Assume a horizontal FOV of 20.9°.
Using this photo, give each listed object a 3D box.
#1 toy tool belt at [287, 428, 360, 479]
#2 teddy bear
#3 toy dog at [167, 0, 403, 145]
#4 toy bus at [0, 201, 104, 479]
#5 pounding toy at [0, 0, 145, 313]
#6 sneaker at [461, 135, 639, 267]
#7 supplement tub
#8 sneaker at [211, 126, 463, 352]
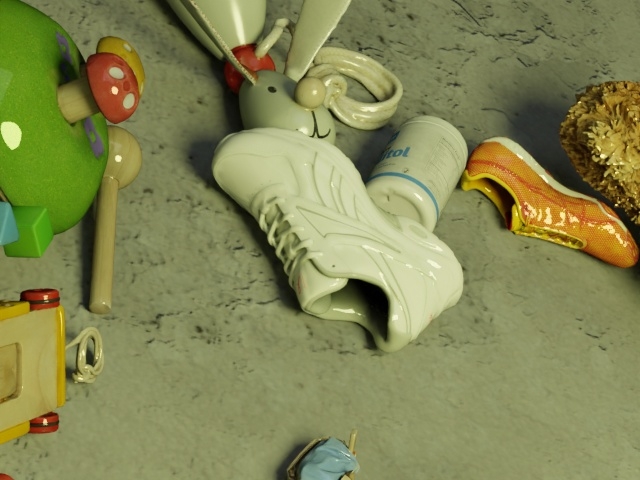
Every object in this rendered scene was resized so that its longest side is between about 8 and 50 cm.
[{"bbox_3d":[0.001,0.173,1.246,0.052,0.051,0.083,33,44,4],"label":"toy tool belt"},{"bbox_3d":[0.358,-0.017,1.521,0.338,0.113,0.245,57,39,3],"label":"teddy bear"},{"bbox_3d":[-0.062,-0.229,1.503,0.333,0.161,0.220,44,45,15],"label":"toy dog"},{"bbox_3d":[-0.242,0.084,1.158,0.104,0.202,0.191,3,49,16],"label":"toy bus"},{"bbox_3d":[-0.167,-0.089,1.266,0.110,0.237,0.183,-18,47,11],"label":"pounding toy"},{"bbox_3d":[0.201,-0.021,1.537,0.175,0.064,0.067,32,68,4],"label":"sneaker"},{"bbox_3d":[0.079,-0.050,1.480,0.071,0.071,0.107,29,43,0],"label":"supplement tub"},{"bbox_3d":[0.000,0.000,1.382,0.232,0.090,0.115,35,47,7],"label":"sneaker"}]
